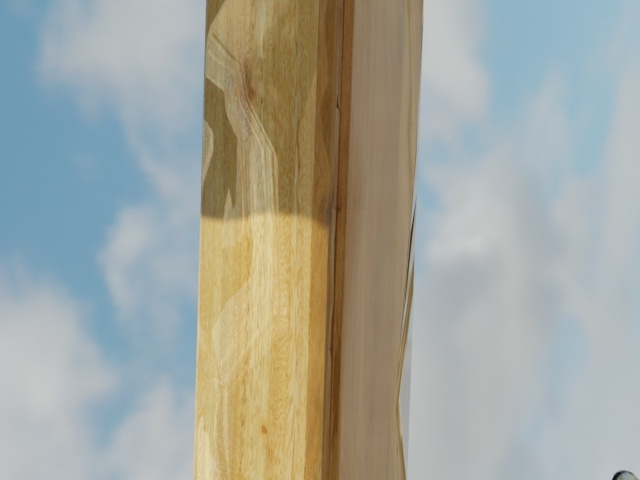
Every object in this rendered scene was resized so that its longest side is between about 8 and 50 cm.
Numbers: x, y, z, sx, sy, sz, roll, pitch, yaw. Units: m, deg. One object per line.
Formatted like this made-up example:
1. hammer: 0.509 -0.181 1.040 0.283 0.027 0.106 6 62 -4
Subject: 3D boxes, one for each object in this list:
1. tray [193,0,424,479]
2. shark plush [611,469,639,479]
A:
1. tray: 0.000 0.000 1.016 0.203 0.076 0.411 -9 -79 -76
2. shark plush: 0.147 0.129 0.704 0.073 0.067 0.161 -46 12 33
